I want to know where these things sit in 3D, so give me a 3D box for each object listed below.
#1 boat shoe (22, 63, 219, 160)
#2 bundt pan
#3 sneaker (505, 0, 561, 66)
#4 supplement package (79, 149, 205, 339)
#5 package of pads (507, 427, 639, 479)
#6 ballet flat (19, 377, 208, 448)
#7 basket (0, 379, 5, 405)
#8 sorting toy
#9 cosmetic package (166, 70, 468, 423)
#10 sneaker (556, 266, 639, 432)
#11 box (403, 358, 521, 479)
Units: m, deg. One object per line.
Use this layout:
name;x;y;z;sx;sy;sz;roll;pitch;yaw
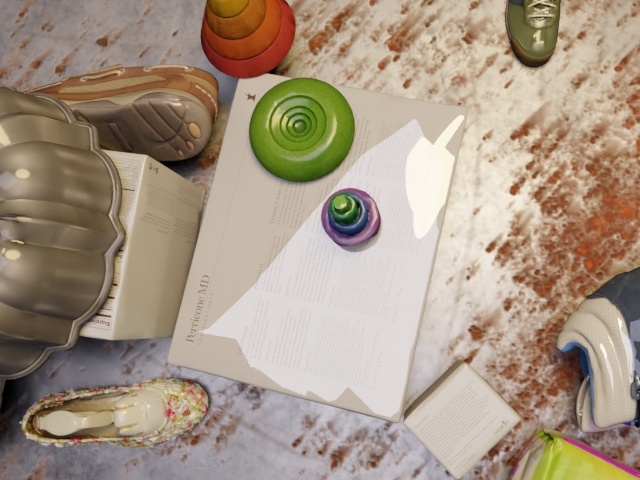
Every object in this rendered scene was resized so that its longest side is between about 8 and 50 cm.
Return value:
boat shoe;-0.278;-0.170;0.879;0.325;0.123;0.116;3;50;17
bundt pan;-0.376;-0.017;0.667;0.331;0.124;0.330;-2;82;15
sneaker;0.268;-0.323;0.821;0.064;0.086;0.192;1;84;8
supplement package;-0.255;0.009;0.801;0.150;0.194;0.202;8;84;11
package of pads;0.284;0.385;0.726;0.229;0.101;0.296;25;87;10
ballet flat;-0.265;0.226;0.836;0.241;0.077;0.091;-10;81;6
basket;-0.552;0.159;0.821;0.289;0.201;0.254;8;85;-1
sorting toy;-0.042;-0.161;0.734;0.127;0.126;0.365;-29;78;4
cosmetic package;0.000;0.000;0.815;0.285;0.097;0.376;13;85;8
sneaker;0.414;0.180;0.731;0.236;0.130;0.322;-35;84;13
box;0.160;0.202;0.765;0.102;0.101;0.087;-44;79;1
